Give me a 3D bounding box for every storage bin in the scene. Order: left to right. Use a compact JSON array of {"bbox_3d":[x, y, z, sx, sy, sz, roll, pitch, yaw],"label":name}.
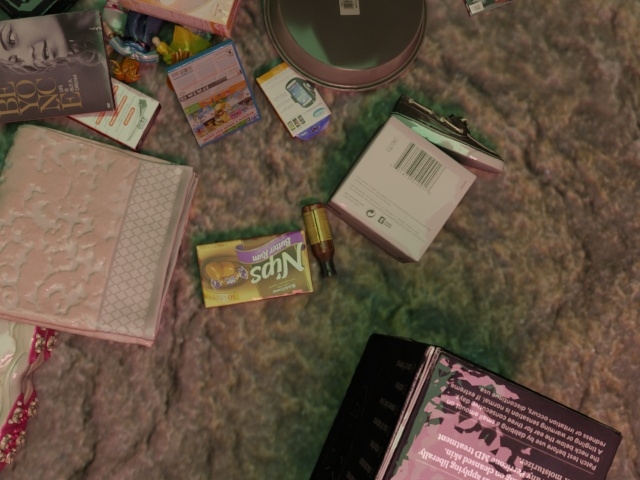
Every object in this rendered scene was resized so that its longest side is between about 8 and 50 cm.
[{"bbox_3d":[-0.506,-0.447,1.660,0.180,0.084,0.122,43,83,-1],"label":"storage bin"}]

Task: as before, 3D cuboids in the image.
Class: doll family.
[{"bbox_3d":[-0.273,-0.333,1.658,0.263,0.118,0.163,18,85,-4],"label":"doll family"}]

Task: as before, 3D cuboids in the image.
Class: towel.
[{"bbox_3d":[-0.385,-0.011,1.614,0.317,0.053,0.332,13,66,-5],"label":"towel"}]

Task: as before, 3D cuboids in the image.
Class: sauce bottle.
[{"bbox_3d":[0.000,0.000,1.704,0.042,0.042,0.128,-11,88,-6],"label":"sauce bottle"}]

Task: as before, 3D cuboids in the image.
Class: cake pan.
[{"bbox_3d":[0.049,-0.406,1.714,0.293,0.054,0.293,1,81,-8],"label":"cake pan"}]

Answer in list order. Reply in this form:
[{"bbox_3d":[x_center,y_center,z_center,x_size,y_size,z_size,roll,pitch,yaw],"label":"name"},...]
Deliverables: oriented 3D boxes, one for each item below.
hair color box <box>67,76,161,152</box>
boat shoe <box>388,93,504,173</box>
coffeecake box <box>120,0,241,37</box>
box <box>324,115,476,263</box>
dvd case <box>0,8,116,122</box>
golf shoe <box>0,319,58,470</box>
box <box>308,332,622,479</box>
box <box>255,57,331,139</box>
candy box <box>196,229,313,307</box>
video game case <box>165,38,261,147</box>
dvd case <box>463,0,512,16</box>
[{"bbox_3d":[-0.365,-0.228,1.676,0.167,0.053,0.093,27,85,-2],"label":"hair color box"},{"bbox_3d":[0.226,-0.186,1.720,0.219,0.078,0.070,26,85,-2],"label":"boat shoe"},{"bbox_3d":[-0.215,-0.425,1.593,0.185,0.068,0.142,16,84,3],"label":"coffeecake box"},{"bbox_3d":[0.132,-0.083,1.683,0.181,0.119,0.182,35,84,-3],"label":"box"},{"bbox_3d":[-0.456,-0.282,1.621,0.221,0.018,0.164,-6,102,4],"label":"dvd case"},{"bbox_3d":[-0.529,0.231,1.612,0.140,0.115,0.306,14,77,4],"label":"golf shoe"},{"bbox_3d":[0.148,0.414,1.473,0.297,0.480,0.472,26,85,-4],"label":"box"},{"bbox_3d":[-0.043,-0.242,1.722,0.081,0.028,0.136,-32,92,-8],"label":"box"},{"bbox_3d":[-0.111,0.049,1.685,0.186,0.053,0.109,-8,87,-5],"label":"candy box"},{"bbox_3d":[-0.176,-0.244,1.658,0.119,0.166,0.015,-27,45,-7],"label":"video game case"},{"bbox_3d":[0.286,-0.470,1.776,0.087,0.013,0.119,-22,88,-6],"label":"dvd case"}]
